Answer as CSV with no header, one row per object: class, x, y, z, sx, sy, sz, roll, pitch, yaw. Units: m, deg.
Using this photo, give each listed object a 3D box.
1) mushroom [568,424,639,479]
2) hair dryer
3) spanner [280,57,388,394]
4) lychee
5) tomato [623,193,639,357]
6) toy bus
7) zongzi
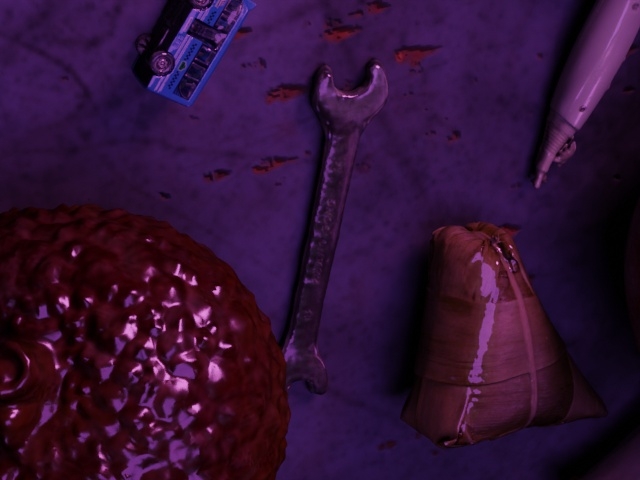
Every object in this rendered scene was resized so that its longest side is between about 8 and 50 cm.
mushroom,0.352,0.157,1.192,0.351,0.097,0.109,-13,108,-9
hair dryer,0.225,-0.126,1.051,0.206,0.075,0.237,21,112,-32
spanner,0.000,0.000,1.044,0.054,0.015,0.254,3,111,-22
lychee,-0.141,0.106,0.919,0.260,0.260,0.260,-7,114,-16
tomato,0.349,0.042,1.015,0.282,0.316,0.317,-26,119,-20
toy bus,-0.078,-0.126,0.949,0.046,0.038,0.083,26,103,-31
zongzi,0.147,0.062,1.092,0.176,0.078,0.160,-3,113,-29
